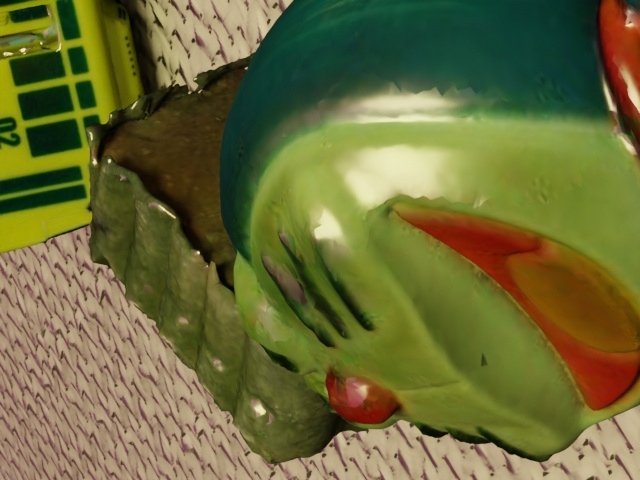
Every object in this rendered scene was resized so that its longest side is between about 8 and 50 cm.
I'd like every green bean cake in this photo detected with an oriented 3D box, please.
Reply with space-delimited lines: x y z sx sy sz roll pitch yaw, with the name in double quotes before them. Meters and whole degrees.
"green bean cake" 0.000 0.000 0.805 0.181 0.173 0.094 45 146 29

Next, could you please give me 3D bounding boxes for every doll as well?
"doll" 0.095 -0.027 0.615 0.322 0.186 0.198 -10 138 32

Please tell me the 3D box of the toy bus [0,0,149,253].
"toy bus" -0.190 -0.128 1.027 0.128 0.150 0.262 -110 9 -65
